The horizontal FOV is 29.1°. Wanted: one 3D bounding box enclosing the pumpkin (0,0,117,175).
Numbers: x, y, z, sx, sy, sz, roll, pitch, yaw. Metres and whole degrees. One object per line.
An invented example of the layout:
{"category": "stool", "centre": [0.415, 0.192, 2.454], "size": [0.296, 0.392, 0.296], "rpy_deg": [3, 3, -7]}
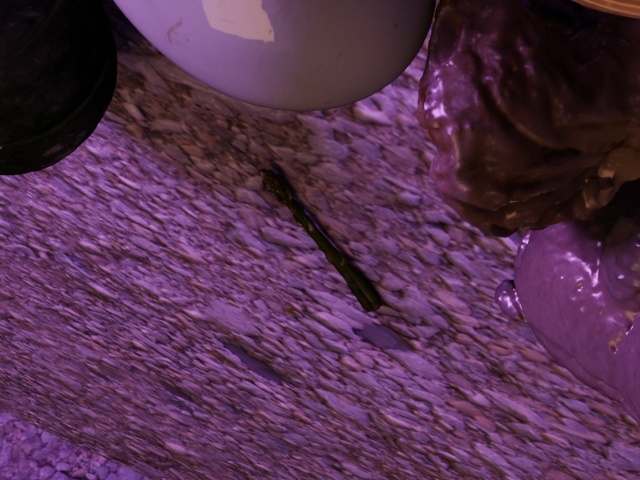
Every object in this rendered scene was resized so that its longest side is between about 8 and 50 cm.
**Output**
{"category": "pumpkin", "centre": [-0.320, -0.179, 1.047], "size": [0.300, 0.207, 0.300], "rpy_deg": [29, 163, 10]}

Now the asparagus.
{"category": "asparagus", "centre": [0.000, 0.000, 1.244], "size": [0.233, 0.022, 0.023], "rpy_deg": [50, 177, -38]}

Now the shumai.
{"category": "shumai", "centre": [0.162, -0.088, 0.773], "size": [0.175, 0.166, 0.206], "rpy_deg": [-4, 174, 29]}

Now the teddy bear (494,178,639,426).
{"category": "teddy bear", "centre": [0.249, 0.060, 0.869], "size": [0.267, 0.151, 0.236], "rpy_deg": [37, 169, 47]}

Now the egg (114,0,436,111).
{"category": "egg", "centre": [-0.047, -0.192, 0.764], "size": [0.264, 0.183, 0.183], "rpy_deg": [39, 154, -1]}

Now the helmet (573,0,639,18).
{"category": "helmet", "centre": [0.153, -0.223, 0.543], "size": [0.205, 0.140, 0.257], "rpy_deg": [19, 157, 20]}
